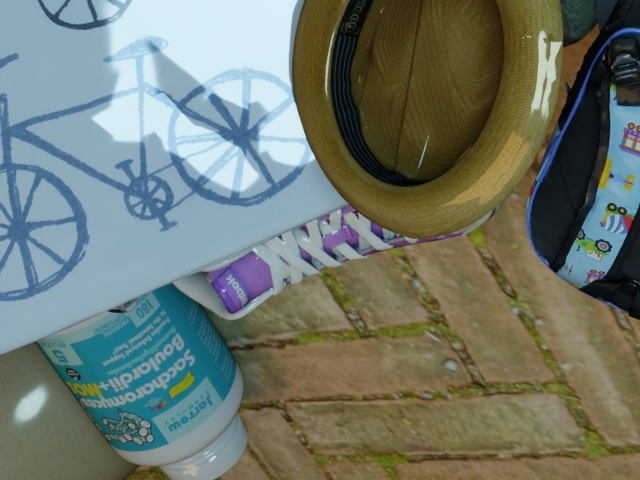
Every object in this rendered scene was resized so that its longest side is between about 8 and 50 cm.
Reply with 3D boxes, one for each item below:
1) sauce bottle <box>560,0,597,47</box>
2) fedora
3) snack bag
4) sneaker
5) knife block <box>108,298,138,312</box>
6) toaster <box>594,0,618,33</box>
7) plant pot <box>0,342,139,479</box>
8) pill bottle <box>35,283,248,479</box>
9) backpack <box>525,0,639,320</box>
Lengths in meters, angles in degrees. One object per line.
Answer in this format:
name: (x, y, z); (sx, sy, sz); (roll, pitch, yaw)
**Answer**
sauce bottle: (0.021, -0.142, 1.000); (0.344, 0.111, 0.111); (-14, 123, 41)
fedora: (0.072, -0.099, 0.839); (0.194, 0.079, 0.194); (3, 95, 39)
snack bag: (-0.143, -0.130, 0.909); (0.323, 0.037, 0.342); (-24, 102, 2)
sneaker: (0.000, 0.001, 1.133); (0.282, 0.161, 0.102); (-6, 126, 38)
knife block: (-0.208, -0.009, 1.216); (0.242, 0.088, 0.275); (47, 162, 17)
toaster: (0.236, -0.117, 0.866); (0.147, 0.129, 0.227); (17, 136, 14)
plant pot: (-0.320, 0.190, 1.540); (0.284, 0.191, 0.284); (19, 140, 17)
pill bottle: (-0.165, 0.109, 1.378); (0.146, 0.146, 0.264); (-3, 130, 37)
backpack: (0.197, -0.041, 0.778); (0.158, 0.117, 0.173); (24, 134, 4)
